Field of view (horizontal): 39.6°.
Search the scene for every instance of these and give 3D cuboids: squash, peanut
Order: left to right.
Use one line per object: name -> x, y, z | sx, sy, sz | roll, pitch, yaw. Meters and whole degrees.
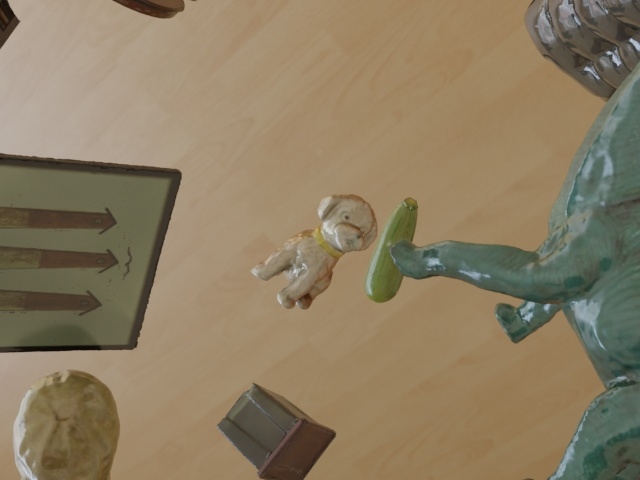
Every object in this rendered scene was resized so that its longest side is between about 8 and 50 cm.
peanut -> -0.292, 0.268, 1.013 | 0.124, 0.123, 0.256 | 13, 113, 6
squash -> 0.127, 0.020, 1.549 | 0.066, 0.066, 0.201 | 20, 110, 3

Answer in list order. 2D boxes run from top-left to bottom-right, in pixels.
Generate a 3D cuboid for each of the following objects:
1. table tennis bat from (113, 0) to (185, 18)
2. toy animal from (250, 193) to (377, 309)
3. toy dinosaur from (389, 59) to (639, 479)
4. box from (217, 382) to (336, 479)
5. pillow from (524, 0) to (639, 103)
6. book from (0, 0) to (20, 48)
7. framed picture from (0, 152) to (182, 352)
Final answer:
table tennis bat -> -0.151, -0.216, 0.692 | 0.130, 0.220, 0.019 | 46, 108, 9
toy animal -> 0.012, 0.004, 1.309 | 0.104, 0.184, 0.185 | 42, 104, 10
toy dinosaur -> 0.231, 0.030, 0.486 | 0.331, 0.129, 0.383 | -38, 79, 37
box -> -0.037, 0.159, 0.733 | 0.063, 0.085, 0.060 | 38, 87, 27
pillow -> 0.346, -0.135, 0.783 | 0.326, 0.228, 0.101 | 42, 81, -5
book -> -0.298, -0.144, 0.638 | 0.014, 0.181, 0.127 | 11, 149, 27
framed picture -> -0.319, 0.020, 0.891 | 0.324, 0.013, 0.244 | 3, 124, -28
